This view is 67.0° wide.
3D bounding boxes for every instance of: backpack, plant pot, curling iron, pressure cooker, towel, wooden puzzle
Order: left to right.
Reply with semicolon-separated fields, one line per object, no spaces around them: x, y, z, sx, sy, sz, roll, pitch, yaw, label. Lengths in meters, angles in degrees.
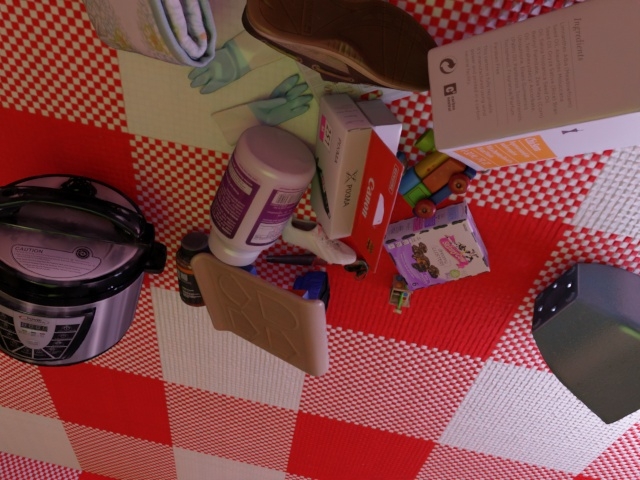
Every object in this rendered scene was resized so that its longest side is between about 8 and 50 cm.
-0.604;0.047;1.133;0.375;0.370;0.420;43;130;15;pressure cooker
-0.309;-0.468;0.728;0.320;0.090;0.375;30;142;40;towel
-0.135;0.178;1.216;0.347;0.080;0.322;18;141;20;wooden puzzle
-0.027;0.153;1.254;0.101;0.120;0.098;-4;129;15;backpack
-0.007;0.062;1.229;0.274;0.035;0.068;5;130;8;curling iron
0.625;0.197;1.080;0.252;0.248;0.247;36;130;3;plant pot

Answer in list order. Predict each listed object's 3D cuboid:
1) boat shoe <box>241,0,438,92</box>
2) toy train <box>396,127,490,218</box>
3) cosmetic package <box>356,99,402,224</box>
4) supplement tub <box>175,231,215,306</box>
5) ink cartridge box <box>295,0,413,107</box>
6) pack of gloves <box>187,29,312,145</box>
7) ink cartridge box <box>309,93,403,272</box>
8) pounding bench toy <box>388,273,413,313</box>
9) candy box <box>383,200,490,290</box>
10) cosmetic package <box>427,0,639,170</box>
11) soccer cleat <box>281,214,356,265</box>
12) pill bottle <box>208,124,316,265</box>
0.037;-0.322;0.796;0.342;0.123;0.123;9;89;-20;boat shoe
0.248;-0.166;0.953;0.143;0.105;0.248;45;125;-7;toy train
0.098;-0.150;0.976;0.060;0.099;0.239;-11;134;-18;cosmetic package
-0.322;0.074;1.262;0.106;0.106;0.198;12;131;3;supplement tub
0.050;-0.345;0.885;0.189;0.066;0.232;-12;147;21;ink cartridge box
-0.145;-0.299;0.954;0.232;0.046;0.195;-18;124;25;pack of gloves
0.055;-0.103;0.941;0.060;0.239;0.275;-11;138;-18;ink cartridge box
0.203;0.134;1.213;0.052;0.083;0.065;10;131;4;pounding bench toy
0.267;0.017;1.110;0.196;0.070;0.165;-18;123;25;candy box
0.411;-0.226;0.691;0.453;0.230;0.162;-6;85;34;cosmetic package
0.000;0.000;1.159;0.196;0.068;0.076;22;127;-3;soccer cleat
-0.143;-0.084;1.052;0.169;0.169;0.301;26;129;-10;pill bottle
